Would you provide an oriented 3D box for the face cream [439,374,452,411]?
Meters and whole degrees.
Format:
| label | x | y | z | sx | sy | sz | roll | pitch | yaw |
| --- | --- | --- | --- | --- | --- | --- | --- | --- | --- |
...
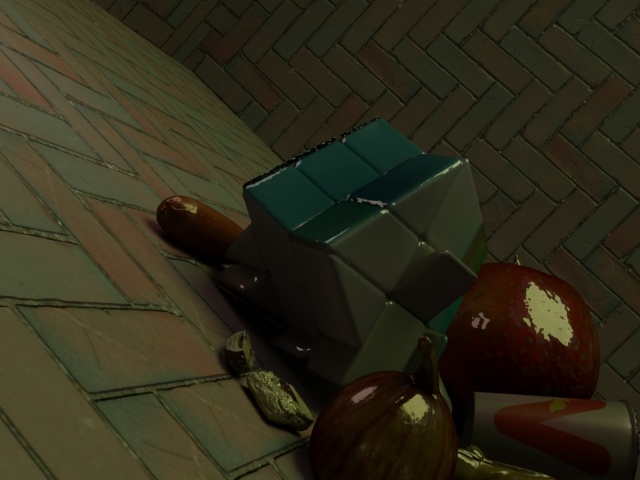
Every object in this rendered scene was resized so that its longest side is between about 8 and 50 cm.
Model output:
| label | x | y | z | sx | sy | sz | roll | pitch | yaw |
| --- | --- | --- | --- | --- | --- | --- | --- | --- | --- |
| face cream | 0.170 | 0.280 | 1.397 | 0.101 | 0.101 | 0.251 | 43 | 7 | -6 |

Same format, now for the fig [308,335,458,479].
| label | x | y | z | sx | sy | sz | roll | pitch | yaw |
| --- | --- | --- | --- | --- | --- | --- | --- | --- | --- |
| fig | 0.090 | 0.208 | 0.939 | 0.175 | 0.207 | 0.175 | 34 | 1 | -1 |

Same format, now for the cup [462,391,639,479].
| label | x | y | z | sx | sy | sz | roll | pitch | yaw |
| --- | --- | --- | --- | --- | --- | --- | --- | --- | --- |
| cup | 0.420 | 0.371 | 1.544 | 0.289 | 0.203 | 0.203 | 8 | 5 | 5 |

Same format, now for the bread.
| label | x | y | z | sx | sy | sz | roll | pitch | yaw |
| --- | --- | --- | --- | --- | --- | --- | --- | --- | --- |
| bread | -0.046 | 0.191 | 0.978 | 0.083 | 0.035 | 0.070 | 40 | 8 | -46 |

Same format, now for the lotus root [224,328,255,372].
| label | x | y | z | sx | sy | sz | roll | pitch | yaw |
| --- | --- | --- | --- | --- | --- | --- | --- | --- | --- |
| lotus root | -0.099 | 0.139 | 1.009 | 0.083 | 0.030 | 0.037 | -90 | 164 | -77 |

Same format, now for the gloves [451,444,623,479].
| label | x | y | z | sx | sy | sz | roll | pitch | yaw |
| --- | --- | --- | --- | --- | --- | --- | --- | --- | --- |
| gloves | 0.261 | 0.363 | 1.116 | 0.331 | 0.141 | 0.154 | 10 | -4 | 19 |

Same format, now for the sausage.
| label | x | y | z | sx | sy | sz | roll | pitch | yaw |
| --- | --- | --- | --- | --- | --- | --- | --- | --- | --- |
| sausage | -0.182 | -0.016 | 1.291 | 0.076 | 0.076 | 0.197 | 48 | 9 | 34 |

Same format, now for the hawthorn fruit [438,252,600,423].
| label | x | y | z | sx | sy | sz | roll | pitch | yaw |
| --- | --- | --- | --- | --- | --- | --- | --- | --- | --- |
| hawthorn fruit | 0.403 | 0.214 | 1.788 | 0.403 | 0.403 | 0.403 | 43 | 7 | -6 |

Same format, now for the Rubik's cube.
| label | x | y | z | sx | sy | sz | roll | pitch | yaw |
| --- | --- | --- | --- | --- | --- | --- | --- | --- | --- |
| Rubik's cube | 0.071 | 0.029 | 1.239 | 0.358 | 0.387 | 0.368 | 20 | -47 | 52 |
